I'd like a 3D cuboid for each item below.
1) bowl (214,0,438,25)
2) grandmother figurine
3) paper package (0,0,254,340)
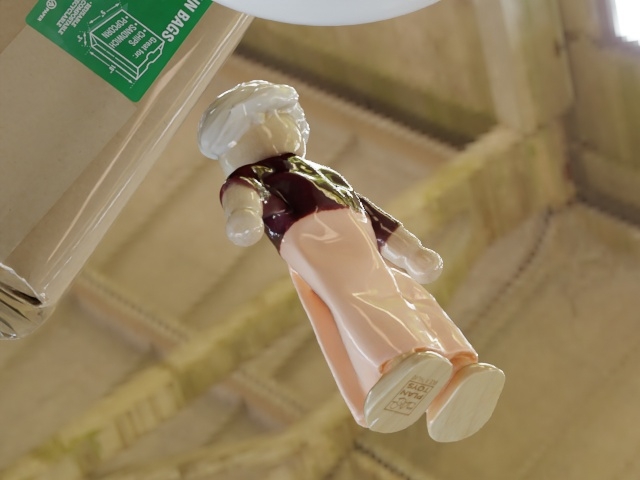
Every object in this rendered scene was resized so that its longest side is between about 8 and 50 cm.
[{"bbox_3d":[-0.002,-0.225,1.127,0.297,0.134,0.298,3,-122,-5],"label":"bowl"},{"bbox_3d":[0.000,0.000,1.507,0.104,0.208,0.342,-46,-129,16],"label":"grandmother figurine"},{"bbox_3d":[-0.183,-0.107,1.447,0.325,0.168,0.309,-56,-173,-12],"label":"paper package"}]
